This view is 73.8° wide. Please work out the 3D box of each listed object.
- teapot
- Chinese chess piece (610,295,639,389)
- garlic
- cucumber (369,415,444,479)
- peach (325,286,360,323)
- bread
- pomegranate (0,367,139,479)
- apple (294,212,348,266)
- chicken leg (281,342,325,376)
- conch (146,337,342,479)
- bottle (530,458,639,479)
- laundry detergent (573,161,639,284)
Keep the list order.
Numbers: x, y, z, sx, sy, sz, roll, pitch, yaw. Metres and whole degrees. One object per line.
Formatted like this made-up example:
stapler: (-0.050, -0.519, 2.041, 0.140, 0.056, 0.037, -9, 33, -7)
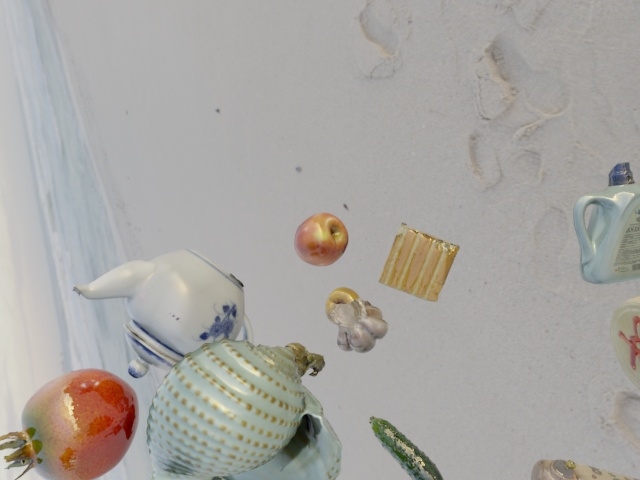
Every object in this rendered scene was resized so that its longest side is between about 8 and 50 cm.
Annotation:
teapot: (-0.304, 0.169, 0.906, 0.253, 0.279, 0.424, 17, 156, 50)
Chinese chess piece: (0.377, 0.118, 0.465, 0.122, 0.051, 0.121, 169, 90, -87)
garlic: (0.102, 0.218, 1.063, 0.127, 0.131, 0.194, 64, -174, 23)
cucumber: (0.205, 0.518, 1.046, 0.227, 0.069, 0.069, 38, 130, 30)
peach: (0.104, 0.296, 1.914, 0.180, 0.103, 0.179, -12, 64, 27)
bread: (0.370, 0.081, 1.603, 0.111, 0.240, 0.245, -22, -48, -82)
pomegranate: (-0.501, 0.374, 0.858, 0.221, 0.257, 0.220, 6, 100, 36)
apple: (0.000, 0.000, 1.264, 0.139, 0.164, 0.163, -26, 76, 43)
chicken leg: (-0.053, 0.317, 1.111, 0.088, 0.228, 0.103, 39, 108, 39)
conch: (-0.132, 0.300, 0.669, 0.319, 0.303, 0.215, -42, 25, 18)
bottle: (0.519, 0.478, 0.811, 0.210, 0.097, 0.109, 12, 120, 8)
laundry detergent: (0.720, -0.046, 1.035, 0.105, 0.215, 0.280, -124, 23, -81)
